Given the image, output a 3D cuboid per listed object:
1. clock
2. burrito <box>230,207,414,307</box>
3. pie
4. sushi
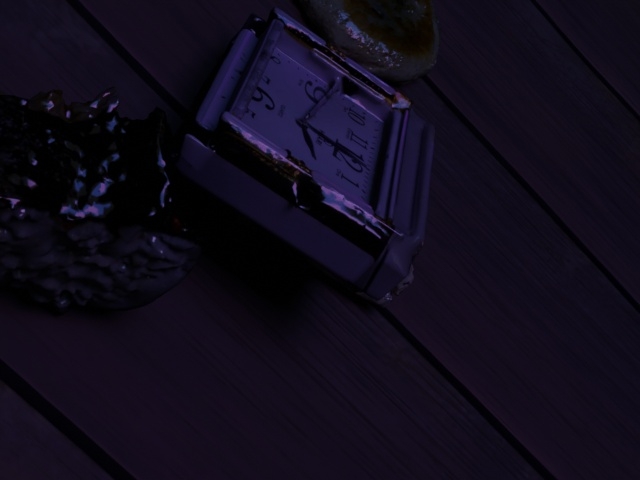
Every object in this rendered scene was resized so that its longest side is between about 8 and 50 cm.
[{"bbox_3d":[-0.009,-0.072,0.868,0.186,0.083,0.253,34,30,-11],"label":"clock"},{"bbox_3d":[0.001,-0.001,0.910,0.171,0.042,0.051,33,57,-21],"label":"burrito"},{"bbox_3d":[0.049,-0.238,1.100,0.187,0.041,0.187,21,53,-31],"label":"pie"},{"bbox_3d":[-0.174,-0.035,0.695,0.212,0.147,0.115,12,56,-35],"label":"sushi"}]
